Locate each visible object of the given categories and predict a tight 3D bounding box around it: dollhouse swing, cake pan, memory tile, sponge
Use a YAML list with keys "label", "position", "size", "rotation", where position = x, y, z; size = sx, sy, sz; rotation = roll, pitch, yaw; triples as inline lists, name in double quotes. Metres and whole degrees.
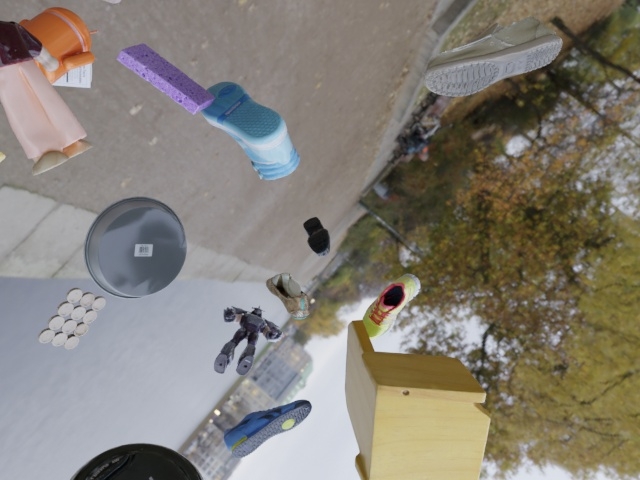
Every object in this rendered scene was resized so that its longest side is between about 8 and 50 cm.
- label: "dollhouse swing"
  position: [0.210, 0.384, 1.486]
  size: [0.305, 0.316, 0.346]
  rotation: [-79, 171, -62]
- label: "cake pan"
  position: [-0.496, 0.026, 1.709]
  size: [0.293, 0.293, 0.054]
  rotation: [-49, -144, -18]
- label: "memory tile"
  position: [-0.567, 0.179, 1.420]
  size: [0.148, 0.012, 0.113]
  rotation: [-56, 148, -1]
- label: "sponge"
  position: [-0.351, -0.373, 1.430]
  size: [0.031, 0.210, 0.117]
  rotation: [-50, -172, 24]

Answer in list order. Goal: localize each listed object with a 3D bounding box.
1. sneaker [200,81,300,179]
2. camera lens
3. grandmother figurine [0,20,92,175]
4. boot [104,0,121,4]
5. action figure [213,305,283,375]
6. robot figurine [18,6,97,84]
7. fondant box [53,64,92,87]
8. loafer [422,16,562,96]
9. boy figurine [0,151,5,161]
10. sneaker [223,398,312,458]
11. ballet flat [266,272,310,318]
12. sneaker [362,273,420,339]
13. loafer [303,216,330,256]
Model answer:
- label: "sneaker"
  position: [-0.174, -0.258, 1.550]
  size: [0.127, 0.319, 0.208]
  rotation: [-40, 141, -9]
- label: "camera lens"
  position: [-0.296, 0.476, 0.974]
  size: [0.219, 0.220, 0.274]
  rotation: [-46, 157, -53]
- label: "grandmother figurine"
  position: [-0.506, -0.288, 1.022]
  size: [0.104, 0.342, 0.207]
  rotation: [-20, -160, 15]
- label: "boot"
  position: [-0.307, -0.356, 0.786]
  size: [0.042, 0.118, 0.087]
  rotation: [-54, -172, -5]
- label: "action figure"
  position: [-0.206, 0.269, 1.780]
  size: [0.285, 0.186, 0.099]
  rotation: [-71, 175, -61]
- label: "robot figurine"
  position: [-0.588, -0.421, 1.349]
  size: [0.158, 0.128, 0.219]
  rotation: [2, -134, 35]
- label: "fondant box"
  position: [-0.798, -0.485, 1.646]
  size: [0.331, 0.238, 0.096]
  rotation: [-2, 115, -29]
- label: "loafer"
  position: [0.321, -0.356, 1.193]
  size: [0.269, 0.091, 0.102]
  rotation: [-15, 154, -3]
- label: "boy figurine"
  position: [-0.784, -0.266, 1.358]
  size: [0.092, 0.178, 0.285]
  rotation: [-54, 142, -41]
- label: "sneaker"
  position: [-0.122, 0.403, 1.397]
  size: [0.210, 0.082, 0.069]
  rotation: [-29, 132, -9]
- label: "ballet flat"
  position: [-0.077, 0.117, 1.513]
  size: [0.073, 0.206, 0.067]
  rotation: [-7, 114, -27]
- label: "sneaker"
  position: [0.162, 0.169, 1.571]
  size: [0.208, 0.081, 0.094]
  rotation: [-56, 161, 17]
- label: "loafer"
  position: [0.000, 0.000, 1.635]
  size: [0.062, 0.061, 0.170]
  rotation: [-25, -150, 6]
